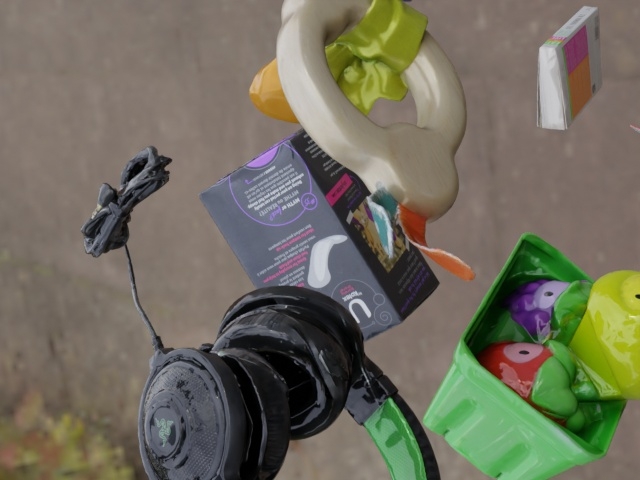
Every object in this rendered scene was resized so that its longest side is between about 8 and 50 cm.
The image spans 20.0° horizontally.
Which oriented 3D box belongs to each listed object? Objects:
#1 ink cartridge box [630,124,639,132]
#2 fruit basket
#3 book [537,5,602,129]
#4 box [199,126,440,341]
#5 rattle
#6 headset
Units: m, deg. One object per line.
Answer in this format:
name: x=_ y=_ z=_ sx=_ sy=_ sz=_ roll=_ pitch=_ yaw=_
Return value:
ink cartridge box: x=0.342 y=-0.085 z=1.647 sx=0.029 sy=0.115 sz=0.063 roll=-62 pitch=30 yaw=4
fruit basket: x=0.356 y=0.134 z=2.477 sx=0.283 sy=0.392 sz=0.392 roll=39 pitch=150 yaw=-1
book: x=0.283 y=-0.195 z=2.037 sx=0.035 sy=0.144 sz=0.096 roll=7 pitch=117 yaw=26
box: x=0.000 y=0.000 z=2.319 sx=0.165 sy=0.143 sz=0.270 roll=-29 pitch=94 yaw=30
rattle: x=0.012 y=-0.040 z=1.046 sx=0.142 sy=0.130 sz=0.200 roll=-28 pitch=65 yaw=29
headset: x=-0.049 y=0.109 z=1.503 sx=0.394 sy=0.243 sz=0.185 roll=44 pitch=126 yaw=7
